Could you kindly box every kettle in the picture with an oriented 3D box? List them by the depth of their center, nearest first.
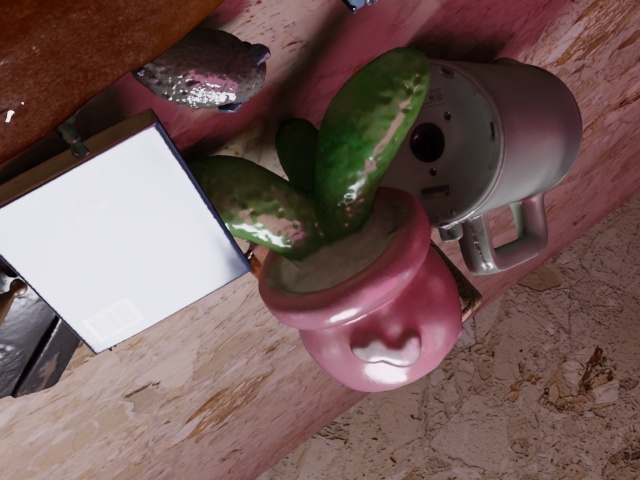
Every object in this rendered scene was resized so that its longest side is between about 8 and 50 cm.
[{"bbox_3d":[0.219,-0.112,1.586,0.205,0.265,0.318,-44,166,26],"label":"kettle"}]

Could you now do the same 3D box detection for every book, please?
[{"bbox_3d":[-0.192,0.001,1.160,0.190,0.025,0.269,-29,145,0],"label":"book"}]

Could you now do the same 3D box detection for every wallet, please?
[{"bbox_3d":[-0.291,0.063,1.239,0.170,0.044,0.321,-3,142,-40],"label":"wallet"}]

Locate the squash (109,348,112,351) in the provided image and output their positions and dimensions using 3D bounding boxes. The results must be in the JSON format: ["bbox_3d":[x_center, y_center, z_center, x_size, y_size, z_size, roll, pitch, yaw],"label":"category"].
[{"bbox_3d":[-0.262,0.090,1.412,0.052,0.052,0.183,-37,162,-10],"label":"squash"}]

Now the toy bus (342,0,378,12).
[{"bbox_3d":[0.062,-0.281,1.141,0.123,0.060,0.075,-35,160,-8],"label":"toy bus"}]

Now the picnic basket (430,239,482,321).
[{"bbox_3d":[0.114,0.061,1.547,0.115,0.164,0.079,-47,165,20],"label":"picnic basket"}]

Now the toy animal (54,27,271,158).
[{"bbox_3d":[-0.134,-0.140,1.041,0.253,0.079,0.070,-23,135,-49],"label":"toy animal"}]

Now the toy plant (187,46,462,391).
[{"bbox_3d":[0.038,-0.013,1.357,0.317,0.356,0.211,-25,-154,10],"label":"toy plant"}]

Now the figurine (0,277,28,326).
[{"bbox_3d":[-0.416,0.167,1.087,0.387,0.166,0.207,-46,-176,-10],"label":"figurine"}]

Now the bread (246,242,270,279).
[{"bbox_3d":[0.006,-0.001,1.648,0.244,0.123,0.190,-47,164,28],"label":"bread"}]

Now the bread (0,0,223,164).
[{"bbox_3d":[-0.175,-0.200,0.679,0.323,0.143,0.333,-37,164,-8],"label":"bread"}]
